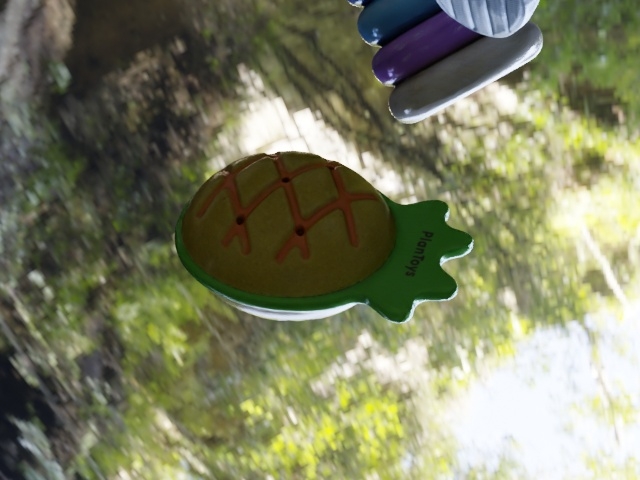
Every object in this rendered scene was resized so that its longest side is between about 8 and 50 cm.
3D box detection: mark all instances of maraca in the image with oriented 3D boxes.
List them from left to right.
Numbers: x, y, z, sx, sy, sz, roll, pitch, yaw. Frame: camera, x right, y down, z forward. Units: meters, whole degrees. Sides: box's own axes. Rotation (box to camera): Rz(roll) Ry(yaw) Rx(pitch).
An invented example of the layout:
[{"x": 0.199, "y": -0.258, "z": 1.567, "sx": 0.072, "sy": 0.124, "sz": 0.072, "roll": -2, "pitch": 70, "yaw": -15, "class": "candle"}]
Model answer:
[{"x": 0.000, "y": 0.000, "z": 1.022, "sx": 0.186, "sy": 0.099, "sz": 0.127, "roll": 10, "pitch": -132, "yaw": 14, "class": "maraca"}]

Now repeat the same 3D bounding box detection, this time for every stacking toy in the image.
[{"x": 0.049, "y": -0.268, "z": 1.345, "sx": 0.141, "sy": 0.141, "sz": 0.330, "roll": -29, "pitch": -87, "yaw": -5, "class": "stacking toy"}]

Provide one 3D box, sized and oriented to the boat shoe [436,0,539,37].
[{"x": 0.121, "y": -0.211, "z": 1.080, "sx": 0.083, "sy": 0.226, "sz": 0.076, "roll": 28, "pitch": -104, "yaw": 10, "class": "boat shoe"}]
